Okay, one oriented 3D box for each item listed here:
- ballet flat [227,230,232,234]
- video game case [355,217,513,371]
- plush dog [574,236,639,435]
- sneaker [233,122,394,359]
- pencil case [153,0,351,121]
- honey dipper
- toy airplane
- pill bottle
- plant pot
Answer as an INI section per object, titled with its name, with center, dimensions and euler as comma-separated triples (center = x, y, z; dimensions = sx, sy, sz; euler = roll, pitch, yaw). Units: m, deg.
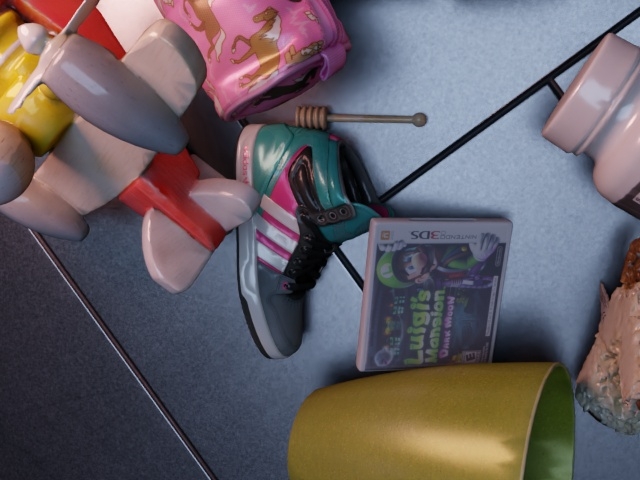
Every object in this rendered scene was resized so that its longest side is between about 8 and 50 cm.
[ballet flat]
center = -0.207, -0.093, 1.069
dimensions = 0.086, 0.086, 0.248
euler = -39, 87, 14
[video game case]
center = 0.135, 0.066, 0.989
dimensions = 0.173, 0.022, 0.190
euler = 0, 109, -14
[plush dog]
center = 0.429, 0.121, 0.900
dimensions = 0.225, 0.262, 0.210
euler = 15, 76, 3
[sneaker]
center = 0.000, 0.000, 1.013
dimensions = 0.178, 0.124, 0.295
euler = -2, 96, 22
[pencil case]
center = -0.116, -0.313, 0.856
dimensions = 0.160, 0.167, 0.386
euler = -29, 92, -14
[honey dipper]
center = 0.050, -0.150, 1.026
dimensions = 0.161, 0.030, 0.030
euler = 3, 98, 7
[toy airplane]
center = -0.255, -0.099, 0.879
dimensions = 0.384, 0.272, 0.386
euler = 29, 138, 30
[pill bottle]
center = 0.407, -0.084, 0.881
dimensions = 0.318, 0.176, 0.176
euler = 33, 103, 6
[plant pot]
center = 0.120, 0.263, 0.968
dimensions = 0.294, 0.275, 0.274
euler = 3, 99, 27
